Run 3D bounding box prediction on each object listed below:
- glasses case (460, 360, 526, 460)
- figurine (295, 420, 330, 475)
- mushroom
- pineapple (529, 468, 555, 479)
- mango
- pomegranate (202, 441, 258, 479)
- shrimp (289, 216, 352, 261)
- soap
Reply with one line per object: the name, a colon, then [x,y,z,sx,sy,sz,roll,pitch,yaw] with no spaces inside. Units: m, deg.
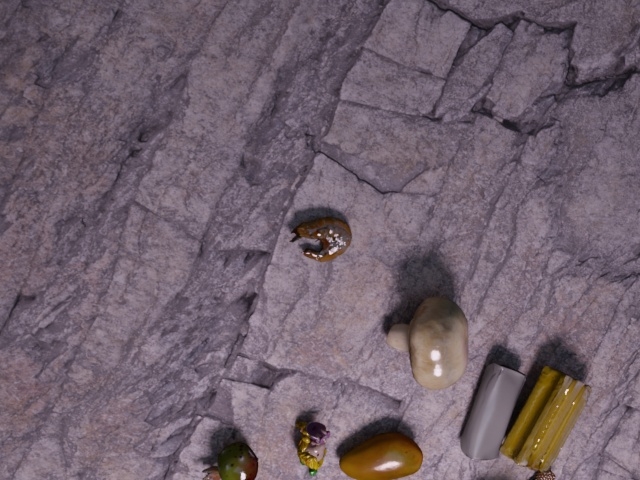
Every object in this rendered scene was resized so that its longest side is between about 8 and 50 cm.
glasses case: [0.535,0.527,1.821,0.129,0.083,0.307,18,92,-18]
figurine: [-0.036,0.607,1.727,0.095,0.115,0.156,-19,123,-41]
mushroom: [0.303,0.290,1.688,0.235,0.254,0.260,1,59,23]
pineapple: [0.697,0.783,1.894,0.124,0.058,0.058,-40,102,0]
mango: [0.181,0.647,1.751,0.254,0.113,0.138,-7,101,-3]
pomegranate: [-0.248,0.653,1.661,0.129,0.129,0.159,42,94,-12]
shrimp: [0.001,0.000,1.675,0.188,0.052,0.132,0,96,-14]
soap: [0.701,0.556,1.820,0.199,0.091,0.314,26,91,-39]
